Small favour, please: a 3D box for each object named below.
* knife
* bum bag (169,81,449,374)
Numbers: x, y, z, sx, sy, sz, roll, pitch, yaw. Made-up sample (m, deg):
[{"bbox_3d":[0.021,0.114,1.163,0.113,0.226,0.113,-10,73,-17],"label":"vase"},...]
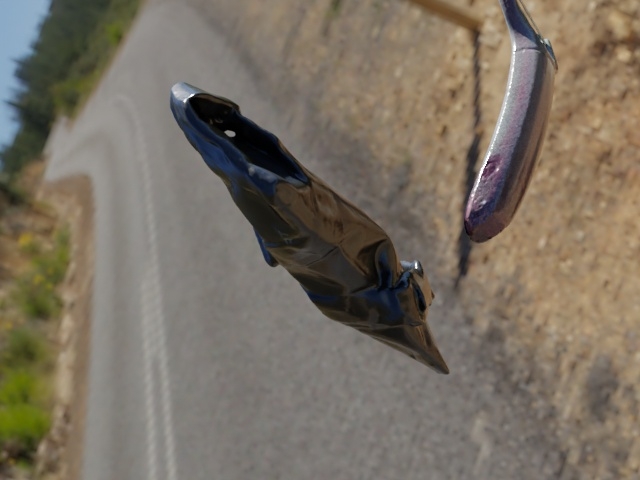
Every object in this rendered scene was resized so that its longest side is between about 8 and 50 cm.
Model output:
[{"bbox_3d":[0.151,-0.114,1.162,0.053,0.123,0.278,-19,38,32],"label":"knife"},{"bbox_3d":[0.000,0.000,1.027,0.074,0.310,0.137,-48,41,-1],"label":"bum bag"}]
